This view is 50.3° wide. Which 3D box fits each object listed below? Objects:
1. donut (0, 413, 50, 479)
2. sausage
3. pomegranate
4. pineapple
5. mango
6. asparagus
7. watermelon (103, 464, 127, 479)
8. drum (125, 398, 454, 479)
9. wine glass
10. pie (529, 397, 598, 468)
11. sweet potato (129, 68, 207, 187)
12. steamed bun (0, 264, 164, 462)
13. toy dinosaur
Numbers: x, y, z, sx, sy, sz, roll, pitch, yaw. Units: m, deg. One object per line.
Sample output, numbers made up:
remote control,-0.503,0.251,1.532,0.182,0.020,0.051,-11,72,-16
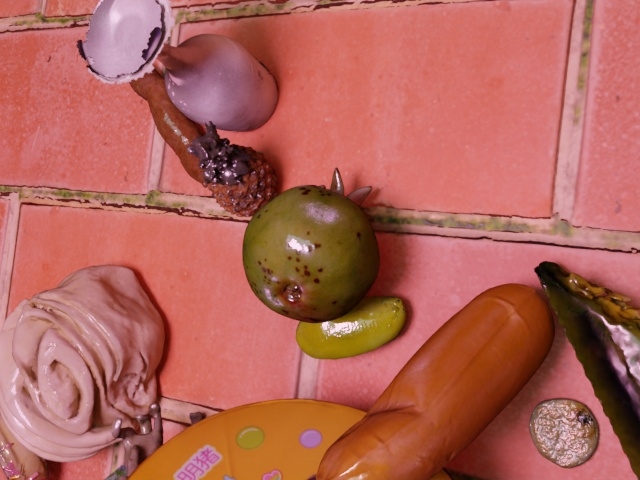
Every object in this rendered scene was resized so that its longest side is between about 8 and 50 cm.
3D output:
donut,-0.521,0.364,1.170,0.175,0.068,0.174,37,143,35
sausage,0.130,0.176,0.755,0.116,0.354,0.134,58,149,-6
pomegranate,0.000,0.000,0.901,0.182,0.224,0.181,15,128,20
pineapple,-0.129,-0.101,0.981,0.108,0.197,0.108,-4,74,13
mango,0.039,0.115,0.942,0.165,0.074,0.091,-20,76,24
asparagus,0.367,0.174,0.751,0.108,0.128,0.381,-16,72,-22
watermelon,-0.304,0.425,1.103,0.155,0.080,0.101,1,50,29
drum,-0.031,0.396,0.745,0.431,0.431,0.214,19,130,27
wine glass,-0.177,-0.238,0.950,0.143,0.321,0.143,-3,82,21
pie,0.297,0.235,0.833,0.085,0.017,0.085,-3,84,25
sweet potato,-0.234,-0.185,1.114,0.059,0.067,0.281,-26,69,-23
steamed bun,-0.404,0.200,1.083,0.289,0.203,0.276,-43,69,17
toy dinosaur,-0.227,0.317,0.954,0.077,0.294,0.162,-14,69,12
